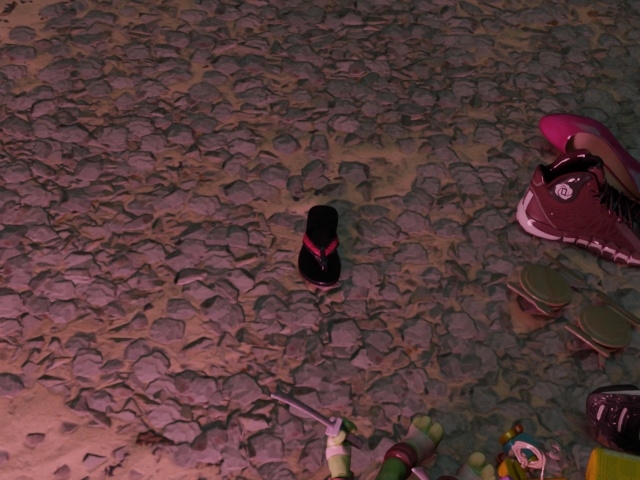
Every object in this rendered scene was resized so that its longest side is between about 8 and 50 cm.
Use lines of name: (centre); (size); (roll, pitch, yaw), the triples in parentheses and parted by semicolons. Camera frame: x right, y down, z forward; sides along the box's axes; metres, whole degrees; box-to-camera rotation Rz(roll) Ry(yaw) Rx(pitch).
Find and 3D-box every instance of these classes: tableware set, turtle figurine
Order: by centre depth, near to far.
turtle figurine: (0.107, 0.286, 1.485); (0.197, 0.275, 0.266); (-2, 11, 37)
tableware set: (0.382, 0.108, 1.822); (0.194, 0.039, 0.128); (37, 41, 19)

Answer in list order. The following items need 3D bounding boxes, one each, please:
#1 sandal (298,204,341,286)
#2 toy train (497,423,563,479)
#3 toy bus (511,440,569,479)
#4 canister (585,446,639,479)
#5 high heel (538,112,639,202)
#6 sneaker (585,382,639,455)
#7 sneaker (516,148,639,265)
sandal: (0.000, 0.000, 1.881); (0.067, 0.040, 0.179); (4, 46, -3)
toy train: (0.283, 0.327, 1.598); (0.125, 0.046, 0.166); (30, 33, -16)
toy bus: (0.289, 0.373, 1.449); (0.202, 0.191, 0.104); (27, 49, 18)
canister: (0.437, 0.345, 1.575); (0.169, 0.073, 0.126); (12, 47, 7)
high heel: (0.470, -0.132, 2.032); (0.244, 0.082, 0.117); (34, 40, 8)
sneaker: (0.502, 0.237, 1.682); (0.271, 0.100, 0.108); (4, 32, -7)
sneaker: (0.462, -0.059, 1.902); (0.281, 0.163, 0.106); (11, 46, 5)
